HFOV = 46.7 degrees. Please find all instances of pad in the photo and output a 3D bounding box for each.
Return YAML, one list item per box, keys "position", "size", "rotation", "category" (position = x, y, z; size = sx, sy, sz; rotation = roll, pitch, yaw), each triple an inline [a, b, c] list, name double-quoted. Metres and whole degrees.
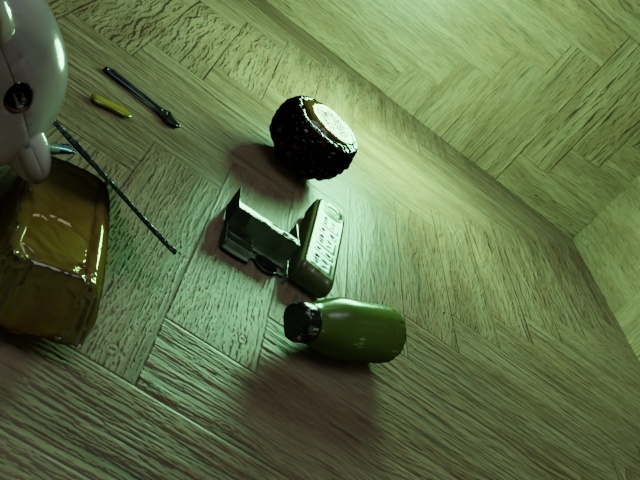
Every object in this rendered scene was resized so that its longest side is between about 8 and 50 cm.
- position: [-0.341, -0.114, 1.122]
  size: [0.269, 0.012, 0.270]
  rotation: [40, -11, 42]
  category: "pad"

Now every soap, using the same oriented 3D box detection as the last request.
- position: [-0.424, -0.272, 1.506]
  size: [0.089, 0.012, 0.034]
  rotation: [24, 28, -34]
  category: "soap"

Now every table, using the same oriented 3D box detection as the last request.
- position: [-0.116, -0.012, 1.458]
  size: [0.146, 0.062, 0.175]
  rotation: [33, 21, -19]
  category: "table"

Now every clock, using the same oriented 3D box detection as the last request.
- position: [-0.475, -0.253, 0.920]
  size: [0.376, 0.368, 0.250]
  rotation: [28, 50, 23]
  category: "clock"

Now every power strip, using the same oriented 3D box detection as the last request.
- position: [0.000, 0.000, 1.612]
  size: [0.092, 0.066, 0.387]
  rotation: [38, 22, -12]
  category: "power strip"

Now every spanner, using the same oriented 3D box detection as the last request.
- position: [-0.392, -0.314, 1.633]
  size: [0.208, 0.012, 0.046]
  rotation: [38, 24, -5]
  category: "spanner"

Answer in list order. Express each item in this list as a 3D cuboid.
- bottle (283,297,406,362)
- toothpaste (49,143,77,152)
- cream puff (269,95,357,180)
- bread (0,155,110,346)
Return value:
- position: [0.041, 0.158, 1.329]
  size: [0.260, 0.112, 0.112]
  rotation: [16, 34, -46]
  category: "bottle"
- position: [-0.447, -0.157, 1.266]
  size: [0.024, 0.015, 0.083]
  rotation: [43, 17, 8]
  category: "toothpaste"
- position: [-0.026, -0.256, 1.899]
  size: [0.239, 0.165, 0.239]
  rotation: [35, 27, -21]
  category: "cream puff"
- position: [-0.354, 0.007, 0.980]
  size: [0.152, 0.119, 0.288]
  rotation: [25, 27, -27]
  category: "bread"
